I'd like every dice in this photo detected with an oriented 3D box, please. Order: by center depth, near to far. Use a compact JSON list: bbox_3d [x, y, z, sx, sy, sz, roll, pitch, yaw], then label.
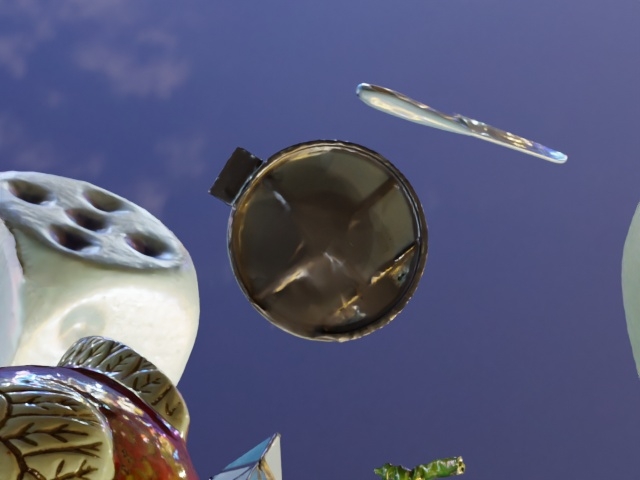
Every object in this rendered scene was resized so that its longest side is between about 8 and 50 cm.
[{"bbox_3d":[-0.327,0.088,1.623,0.263,0.268,0.265,7,-156,-44],"label":"dice"}]

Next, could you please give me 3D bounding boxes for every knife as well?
[{"bbox_3d":[0.150,-0.115,1.338,0.313,0.019,0.044,14,-152,-38],"label":"knife"}]

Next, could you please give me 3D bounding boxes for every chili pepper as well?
[{"bbox_3d":[0.091,0.211,1.213,0.083,0.027,0.022,-9,-103,12],"label":"chili pepper"}]

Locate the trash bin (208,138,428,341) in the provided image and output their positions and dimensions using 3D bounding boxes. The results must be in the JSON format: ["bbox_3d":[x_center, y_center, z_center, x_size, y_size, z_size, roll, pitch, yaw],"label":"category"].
[{"bbox_3d":[0.000,0.000,1.537,0.277,0.217,0.262,36,177,-4],"label":"trash bin"}]

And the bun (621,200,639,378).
[{"bbox_3d":[0.301,0.012,0.761,0.283,0.283,0.179,14,-159,-10],"label":"bun"}]

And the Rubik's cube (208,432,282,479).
[{"bbox_3d":[-0.111,0.389,1.574,0.284,0.234,0.250,-28,-103,-11],"label":"Rubik's cube"}]

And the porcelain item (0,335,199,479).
[{"bbox_3d":[-0.193,0.146,0.761,0.253,0.253,0.253,14,-143,-11],"label":"porcelain item"}]
